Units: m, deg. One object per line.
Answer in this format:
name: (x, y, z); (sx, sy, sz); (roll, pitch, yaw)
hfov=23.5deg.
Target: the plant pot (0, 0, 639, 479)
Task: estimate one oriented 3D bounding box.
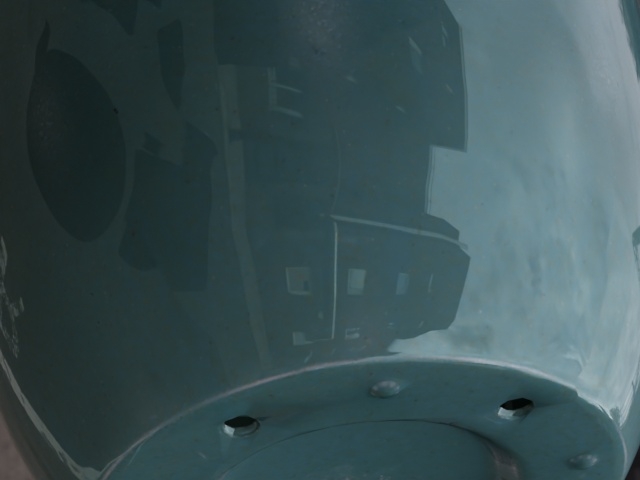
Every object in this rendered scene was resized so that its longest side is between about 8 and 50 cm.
plant pot: (0.000, 0.000, 0.580); (0.293, 0.293, 0.235); (66, 11, -52)
